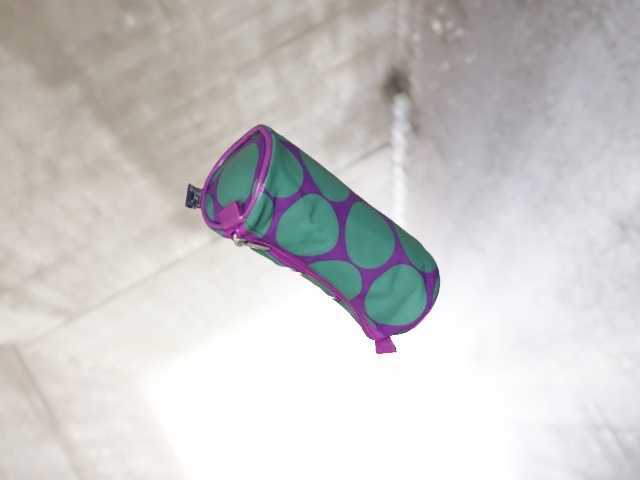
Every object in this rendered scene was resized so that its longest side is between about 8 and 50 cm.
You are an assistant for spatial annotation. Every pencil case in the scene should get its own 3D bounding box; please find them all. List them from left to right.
[{"bbox_3d":[0.000,0.000,1.048,0.064,0.070,0.151,-11,144,45],"label":"pencil case"}]
